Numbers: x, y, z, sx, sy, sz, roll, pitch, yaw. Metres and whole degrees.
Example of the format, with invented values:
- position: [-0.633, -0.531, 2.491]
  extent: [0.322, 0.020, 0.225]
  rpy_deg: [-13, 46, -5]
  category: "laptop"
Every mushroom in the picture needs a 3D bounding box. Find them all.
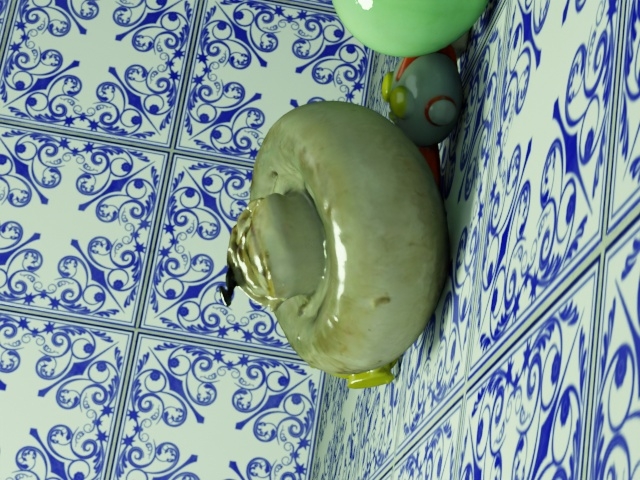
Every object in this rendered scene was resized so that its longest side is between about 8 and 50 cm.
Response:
- position: [0.000, 0.000, 1.795]
  extent: [0.362, 0.294, 0.362]
  rpy_deg: [171, 90, -69]
  category: "mushroom"

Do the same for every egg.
- position: [0.122, -0.365, 1.747]
  extent: [0.220, 0.220, 0.270]
  rpy_deg: [-86, 19, -65]
  category: "egg"

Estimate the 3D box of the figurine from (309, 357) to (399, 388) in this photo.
- position: [0.061, 0.067, 2.131]
  extent: [0.169, 0.218, 0.327]
  rpy_deg: [-9, 56, 44]
  category: "figurine"

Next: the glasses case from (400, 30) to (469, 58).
- position: [0.166, -0.289, 2.000]
  extent: [0.196, 0.083, 0.050]
  rpy_deg: [117, 161, -85]
  category: "glasses case"

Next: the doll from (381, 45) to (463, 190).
- position: [0.132, -0.145, 1.920]
  extent: [0.200, 0.105, 0.336]
  rpy_deg: [-113, 29, -59]
  category: "doll"
